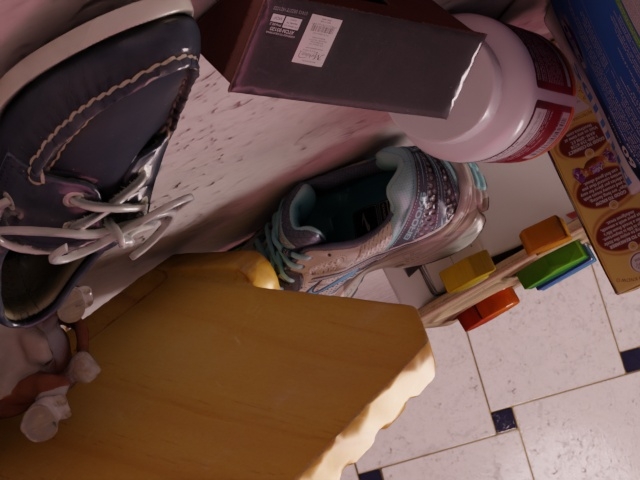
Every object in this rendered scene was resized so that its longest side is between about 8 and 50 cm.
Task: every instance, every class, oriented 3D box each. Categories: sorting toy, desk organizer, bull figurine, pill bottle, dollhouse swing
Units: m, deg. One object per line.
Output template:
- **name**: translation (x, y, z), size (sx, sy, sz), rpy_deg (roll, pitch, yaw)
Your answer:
- **sorting toy**: translation (0.166, 0.037, 1.149), size (0.229, 0.041, 0.307), rpy_deg (-26, 171, 14)
- **desk organizer**: translation (0.007, -0.093, 0.587), size (0.130, 0.050, 0.047), rpy_deg (2, 122, -40)
- **bull figurine**: translation (-0.277, 0.110, 0.809), size (0.310, 0.101, 0.188), rpy_deg (-31, -164, -29)
- **pill bottle**: translation (0.093, -0.088, 0.757), size (0.086, 0.086, 0.152), rpy_deg (-28, 171, 23)
- **dollhouse swing**: translation (-0.098, 0.205, 0.938), size (0.305, 0.315, 0.347), rpy_deg (19, -140, 30)

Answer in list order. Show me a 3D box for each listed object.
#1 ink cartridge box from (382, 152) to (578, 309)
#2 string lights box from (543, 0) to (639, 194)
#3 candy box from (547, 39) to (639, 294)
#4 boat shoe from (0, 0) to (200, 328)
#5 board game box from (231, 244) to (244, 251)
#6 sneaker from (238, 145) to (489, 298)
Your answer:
- **ink cartridge box**: translation (0.179, -0.033, 1.274), size (0.197, 0.114, 0.273), rpy_deg (-22, 172, -16)
- **string lights box**: translation (0.193, -0.116, 0.701), size (0.077, 0.133, 0.259), rpy_deg (-25, 173, 1)
- **candy box**: translation (0.204, -0.052, 0.962), size (0.053, 0.186, 0.109), rpy_deg (-26, 172, 10)
- **boat shoe**: translation (-0.112, -0.024, 0.575), size (0.095, 0.079, 0.254), rpy_deg (-18, 170, -38)
- **board game box**: translation (0.000, 0.000, 1.183), size (0.181, 0.043, 0.092), rpy_deg (-25, 172, 27)
- **sneaker**: translation (-0.009, -0.003, 1.054), size (0.283, 0.110, 0.122), rpy_deg (-32, 153, 27)
